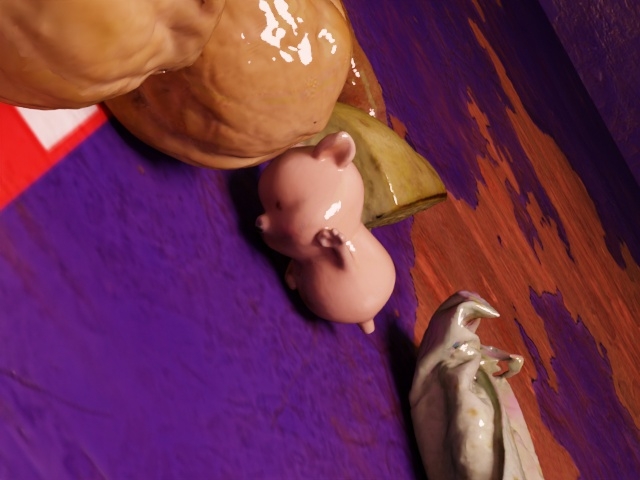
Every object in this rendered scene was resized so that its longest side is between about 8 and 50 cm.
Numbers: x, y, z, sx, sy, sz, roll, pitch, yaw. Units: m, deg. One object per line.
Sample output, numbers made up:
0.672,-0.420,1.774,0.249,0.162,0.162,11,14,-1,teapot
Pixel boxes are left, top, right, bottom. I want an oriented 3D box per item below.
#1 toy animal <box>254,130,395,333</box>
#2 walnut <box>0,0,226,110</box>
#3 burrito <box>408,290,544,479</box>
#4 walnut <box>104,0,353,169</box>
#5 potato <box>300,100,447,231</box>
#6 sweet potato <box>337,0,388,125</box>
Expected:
0.005,-0.003,0.712,0.089,0.083,0.150,-45,126,-45,toy animal
-0.132,-0.167,0.451,0.245,0.198,0.198,50,25,-24,walnut
0.120,0.158,0.784,0.144,0.089,0.229,57,19,-54,burrito
-0.061,-0.118,0.620,0.166,0.149,0.166,44,-6,6,walnut
0.043,-0.073,0.872,0.120,0.081,0.149,67,22,4,potato
0.014,-0.158,0.937,0.065,0.051,0.218,17,49,-80,sweet potato
